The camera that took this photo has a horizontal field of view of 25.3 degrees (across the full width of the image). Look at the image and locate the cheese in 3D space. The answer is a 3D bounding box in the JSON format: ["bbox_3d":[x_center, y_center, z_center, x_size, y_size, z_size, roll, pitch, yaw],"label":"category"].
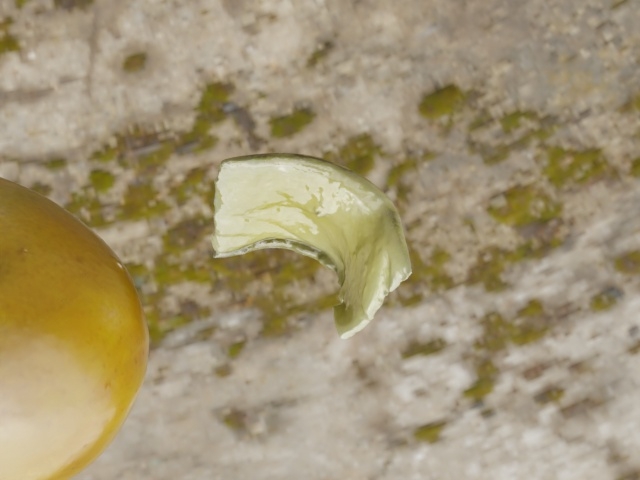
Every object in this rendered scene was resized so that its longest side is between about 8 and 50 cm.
[{"bbox_3d":[0.002,0.000,0.536,0.041,0.084,0.060,-40,155,-37],"label":"cheese"}]

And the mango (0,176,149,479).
[{"bbox_3d":[-0.131,0.020,0.449,0.111,0.163,0.089,-38,152,-50],"label":"mango"}]
